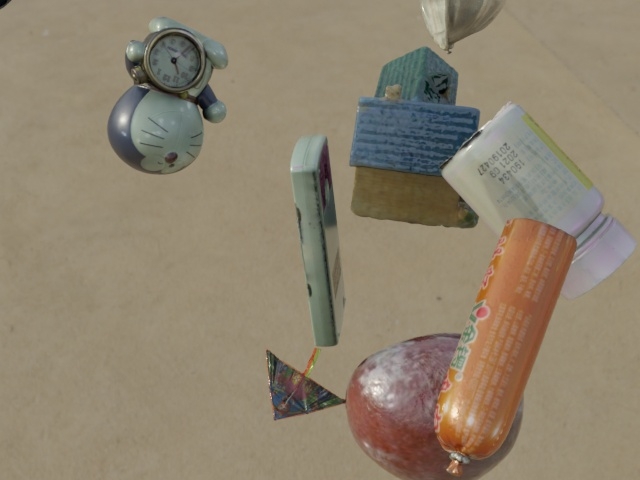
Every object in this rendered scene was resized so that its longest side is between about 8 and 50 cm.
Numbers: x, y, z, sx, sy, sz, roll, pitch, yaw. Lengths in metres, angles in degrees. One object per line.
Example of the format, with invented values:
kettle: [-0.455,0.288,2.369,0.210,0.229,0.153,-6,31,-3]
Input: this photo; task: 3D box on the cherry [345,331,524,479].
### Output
cherry: [0.173,0.242,1.129,0.285,0.236,0.213,18,13,-35]

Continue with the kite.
kite: [-0.041,0.271,1.482,0.190,0.010,0.159,31,73,18]

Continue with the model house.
model house: [0.260,-0.280,1.993,0.334,0.343,0.382,7,47,5]

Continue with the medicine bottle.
medicine bottle: [0.436,-0.078,1.597,0.379,0.213,0.213,48,48,2]

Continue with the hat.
hat: [0.236,-0.379,1.072,0.226,0.164,0.219,-27,14,5]

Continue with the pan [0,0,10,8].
pan: [-0.332,-0.317,0.758,0.040,0.212,0.115,9,-10,43]

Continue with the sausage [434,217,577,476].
sausage: [0.209,0.126,0.929,0.093,0.093,0.312,19,72,20]

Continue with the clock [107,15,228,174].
clock: [-0.248,-0.225,1.290,0.199,0.243,0.146,17,7,-35]

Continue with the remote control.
remote control: [-0.001,0.000,1.308,0.050,0.344,0.145,-2,28,10]
